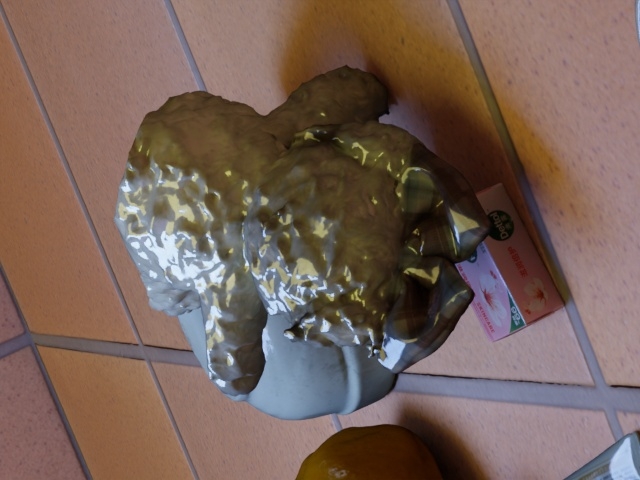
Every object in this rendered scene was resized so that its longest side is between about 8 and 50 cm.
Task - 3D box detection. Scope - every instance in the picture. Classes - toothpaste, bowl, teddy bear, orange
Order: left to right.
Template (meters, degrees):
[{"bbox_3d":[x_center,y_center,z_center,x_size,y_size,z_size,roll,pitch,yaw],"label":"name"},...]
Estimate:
[{"bbox_3d":[-0.059,0.066,2.141,0.307,0.163,0.307,53,159,31],"label":"bowl"},{"bbox_3d":[0.000,0.000,1.826,0.362,0.327,0.375,18,173,13],"label":"teddy bear"},{"bbox_3d":[0.052,0.322,2.066,0.249,0.183,0.249,161,90,-81],"label":"orange"},{"bbox_3d":[0.243,0.231,1.760,0.067,0.037,0.255,67,156,12],"label":"toothpaste"}]

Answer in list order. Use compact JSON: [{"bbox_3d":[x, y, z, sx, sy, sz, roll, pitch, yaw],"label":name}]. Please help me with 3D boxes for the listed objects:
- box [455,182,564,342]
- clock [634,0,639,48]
[{"bbox_3d":[0.155,0.021,1.730,0.125,0.043,0.089,63,159,6],"label":"box"},{"bbox_3d":[0.294,-0.104,1.243,0.236,0.053,0.236,49,160,25],"label":"clock"}]
